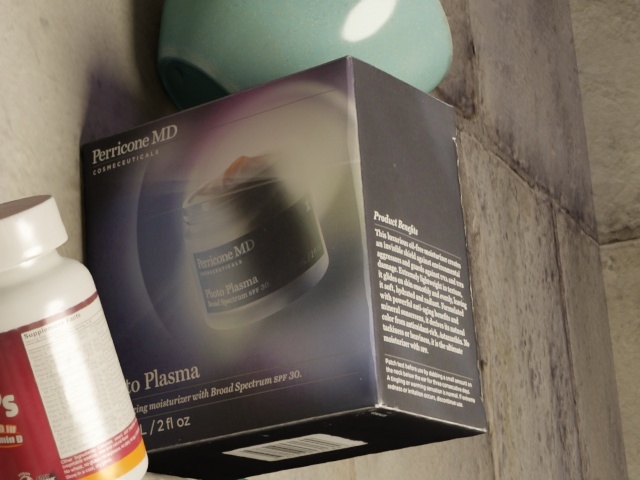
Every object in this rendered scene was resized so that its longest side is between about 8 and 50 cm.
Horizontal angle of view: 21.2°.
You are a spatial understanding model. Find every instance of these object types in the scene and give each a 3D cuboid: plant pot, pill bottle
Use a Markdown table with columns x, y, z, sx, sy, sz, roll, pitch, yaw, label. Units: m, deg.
| x | y | z | sx | sy | sz | roll | pitch | yaw | label |
| --- | --- | --- | --- | --- | --- | --- | --- | --- | --- |
| -0.046 | -0.192 | 1.666 | 0.195 | 0.290 | 0.290 | -47 | 131 | -20 | plant pot |
| -0.213 | 0.086 | 1.260 | 0.121 | 0.121 | 0.221 | -41 | 117 | -65 | pill bottle |

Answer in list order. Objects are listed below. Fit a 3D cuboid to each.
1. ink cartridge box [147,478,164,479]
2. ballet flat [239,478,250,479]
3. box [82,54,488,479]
| x | y | z | sx | sy | sz | roll | pitch | yaw | label |
| --- | --- | --- | --- | --- | --- | --- | --- | --- | --- |
| -0.106 | 0.374 | 1.459 | 0.165 | 0.065 | 0.332 | -76 | 148 | -48 | ink cartridge box |
| -0.102 | 0.248 | 1.545 | 0.168 | 0.057 | 0.052 | 8 | 97 | -65 | ballet flat |
| -0.039 | 0.035 | 1.456 | 0.183 | 0.296 | 0.294 | 21 | 60 | -53 | box |
